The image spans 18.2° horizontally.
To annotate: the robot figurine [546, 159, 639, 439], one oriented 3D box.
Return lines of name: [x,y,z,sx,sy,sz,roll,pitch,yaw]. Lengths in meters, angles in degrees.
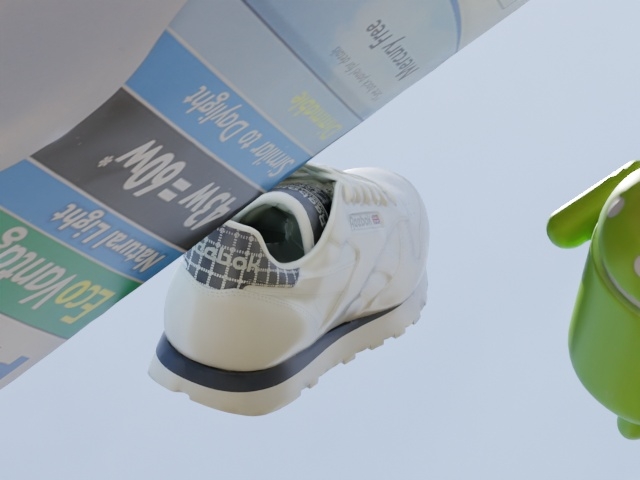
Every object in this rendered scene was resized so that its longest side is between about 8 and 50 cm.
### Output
robot figurine: [0.122,0.019,0.679,0.067,0.101,0.115,-14,-37,-16]

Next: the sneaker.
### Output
sneaker: [0.000,0.000,0.966,0.090,0.235,0.095,15,-65,17]

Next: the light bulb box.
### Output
light bulb box: [-0.113,-0.151,0.685,0.361,0.225,0.358,-36,-21,7]
